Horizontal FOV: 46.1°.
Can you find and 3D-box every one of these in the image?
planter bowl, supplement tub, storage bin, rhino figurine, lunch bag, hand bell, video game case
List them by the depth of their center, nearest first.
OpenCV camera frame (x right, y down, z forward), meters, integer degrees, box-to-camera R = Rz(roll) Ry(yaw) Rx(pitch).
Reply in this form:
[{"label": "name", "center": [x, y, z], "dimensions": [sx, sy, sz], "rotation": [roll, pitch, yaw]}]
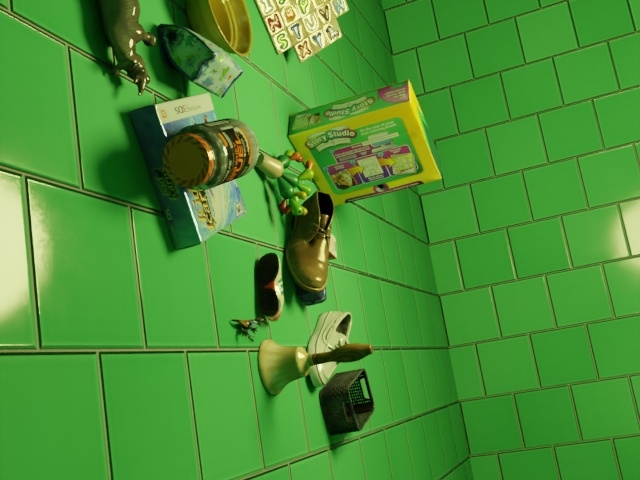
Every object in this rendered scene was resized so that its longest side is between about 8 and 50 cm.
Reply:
[{"label": "rhino figurine", "center": [-0.347, -0.374, 1.337], "dimensions": [0.106, 0.073, 0.244], "rotation": [2, 77, -74]}, {"label": "supplement tub", "center": [-0.198, -0.156, 1.361], "dimensions": [0.190, 0.116, 0.117], "rotation": [-37, 112, -66]}, {"label": "video game case", "center": [-0.249, -0.144, 1.477], "dimensions": [0.244, 0.061, 0.270], "rotation": [-45, 120, -67]}, {"label": "lunch bag", "center": [-0.257, -0.380, 1.554], "dimensions": [0.151, 0.096, 0.129], "rotation": [47, 11, 19]}, {"label": "hand bell", "center": [-0.001, 0.254, 1.634], "dimensions": [0.126, 0.241, 0.126], "rotation": [-14, 90, -71]}, {"label": "planter bowl", "center": [-0.242, -0.509, 1.695], "dimensions": [0.217, 0.090, 0.217], "rotation": [-13, 90, -70]}, {"label": "lunch bag", "center": [-0.020, 0.121, 1.935], "dimensions": [0.065, 0.067, 0.099], "rotation": [51, 31, -51]}, {"label": "storage bin", "center": [0.072, 0.421, 1.972], "dimensions": [0.180, 0.084, 0.122], "rotation": [-26, 102, -71]}]

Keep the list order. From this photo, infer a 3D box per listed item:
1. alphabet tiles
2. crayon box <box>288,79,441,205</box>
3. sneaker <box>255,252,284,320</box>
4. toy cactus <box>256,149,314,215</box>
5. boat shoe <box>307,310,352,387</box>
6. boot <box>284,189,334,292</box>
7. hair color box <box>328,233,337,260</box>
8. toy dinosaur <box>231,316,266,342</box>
[{"label": "alphabet tiles", "center": [-0.059, -0.708, 2.172], "dimensions": [0.285, 0.011, 0.343], "rotation": [-37, 122, -21]}, {"label": "crayon box", "center": [0.134, -0.271, 2.181], "dimensions": [0.313, 0.362, 0.106], "rotation": [59, 26, -43]}, {"label": "sneaker", "center": [-0.113, 0.110, 1.720], "dimensions": [0.075, 0.057, 0.161], "rotation": [77, 8, -62]}, {"label": "toy cactus", "center": [-0.097, -0.161, 1.901], "dimensions": [0.180, 0.112, 0.219], "rotation": [31, 48, -39]}, {"label": "boat shoe", "center": [0.032, 0.274, 1.948], "dimensions": [0.267, 0.088, 0.096], "rotation": [-66, 139, -61]}, {"label": "boot", "center": [-0.017, -0.006, 1.904], "dimensions": [0.112, 0.115, 0.305], "rotation": [19, 43, -21]}, {"label": "hair color box", "center": [0.000, 0.000, 2.111], "dimensions": [0.141, 0.043, 0.072], "rotation": [43, 38, -56]}, {"label": "toy dinosaur", "center": [-0.147, 0.173, 1.591], "dimensions": [0.090, 0.047, 0.082], "rotation": [57, 7, -21]}]
